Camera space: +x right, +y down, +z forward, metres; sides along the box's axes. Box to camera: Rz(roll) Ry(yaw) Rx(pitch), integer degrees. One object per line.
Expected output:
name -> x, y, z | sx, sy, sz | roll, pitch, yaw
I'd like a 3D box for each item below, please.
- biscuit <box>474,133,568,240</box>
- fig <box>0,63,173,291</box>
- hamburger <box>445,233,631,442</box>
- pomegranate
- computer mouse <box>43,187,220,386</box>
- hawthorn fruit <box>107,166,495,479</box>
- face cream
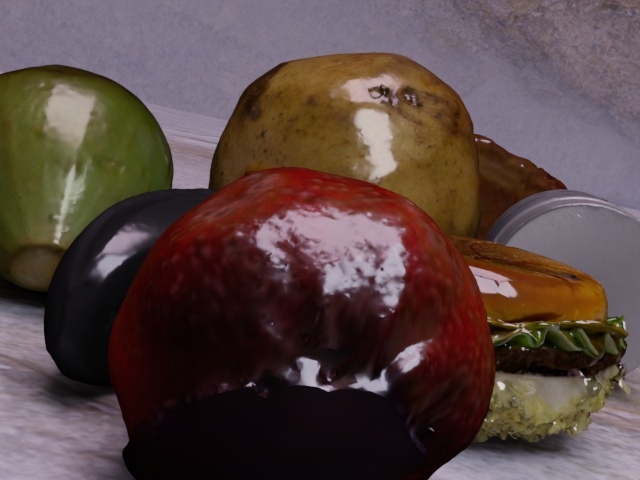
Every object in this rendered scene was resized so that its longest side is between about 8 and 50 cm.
biscuit -> 0.171, -0.078, 1.506 | 0.343, 0.166, 0.395 | 23, 6, -11
fig -> -0.239, -0.057, 0.965 | 0.207, 0.207, 0.230 | 13, 10, 4
hamburger -> 0.114, 0.073, 0.842 | 0.262, 0.138, 0.243 | 14, 9, 9
pomegranate -> 0.024, -0.053, 1.070 | 0.281, 0.281, 0.281 | 12, 10, -2
computer mouse -> -0.119, 0.029, 0.814 | 0.086, 0.137, 0.270 | 28, 18, 26
hawthorn fruit -> -0.013, 0.057, 0.633 | 0.215, 0.215, 0.250 | 10, 5, -11
face cream -> 0.246, 0.041, 1.068 | 0.177, 0.177, 0.153 | 13, 10, 4
